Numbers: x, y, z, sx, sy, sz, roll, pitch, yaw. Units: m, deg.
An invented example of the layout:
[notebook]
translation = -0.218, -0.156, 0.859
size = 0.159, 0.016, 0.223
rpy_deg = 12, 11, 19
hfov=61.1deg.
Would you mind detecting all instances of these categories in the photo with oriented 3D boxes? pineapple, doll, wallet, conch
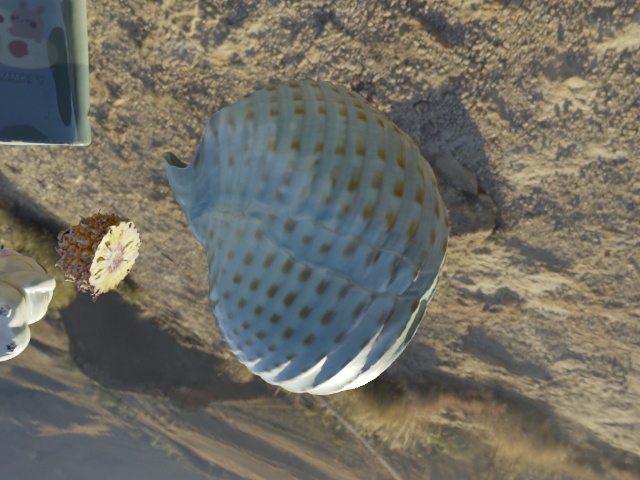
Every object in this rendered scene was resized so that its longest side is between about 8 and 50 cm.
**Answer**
[pineapple]
translation = -0.471, 0.015, 1.095
size = 0.136, 0.176, 0.161
rpy_deg = 21, 155, 11
[doll]
translation = -0.434, 0.085, 0.749
size = 0.106, 0.181, 0.111
rpy_deg = 1, 111, -4
[wallet]
translation = -0.540, -0.341, 0.947
size = 0.083, 0.252, 0.361
rpy_deg = 38, 127, 56
[conch]
translation = 0.012, 0.010, 0.553
size = 0.215, 0.303, 0.319
rpy_deg = 39, 177, 39
